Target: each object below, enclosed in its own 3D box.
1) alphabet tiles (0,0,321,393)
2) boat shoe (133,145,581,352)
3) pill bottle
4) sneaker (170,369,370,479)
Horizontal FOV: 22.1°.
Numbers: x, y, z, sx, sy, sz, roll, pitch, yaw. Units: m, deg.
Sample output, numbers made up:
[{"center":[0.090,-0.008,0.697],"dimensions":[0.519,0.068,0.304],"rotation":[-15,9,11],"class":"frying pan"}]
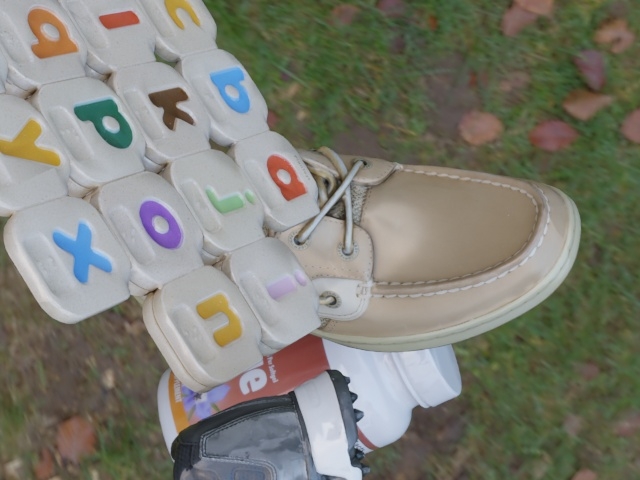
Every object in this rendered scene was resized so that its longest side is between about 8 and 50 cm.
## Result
[{"center":[-0.103,-0.058,0.849],"dimensions":[0.021,0.278,0.284],"rotation":[-34,87,28],"class":"alphabet tiles"},{"center":[0.000,0.000,1.092],"dimensions":[0.110,0.341,0.121],"rotation":[50,42,-49],"class":"boat shoe"},{"center":[-0.007,0.116,1.270],"dimensions":[0.216,0.121,0.121],"rotation":[-23,113,13],"class":"pill bottle"},{"center":[-0.028,0.174,0.798],"dimensions":[0.106,0.078,0.234],"rotation":[-8,115,-9],"class":"sneaker"}]
